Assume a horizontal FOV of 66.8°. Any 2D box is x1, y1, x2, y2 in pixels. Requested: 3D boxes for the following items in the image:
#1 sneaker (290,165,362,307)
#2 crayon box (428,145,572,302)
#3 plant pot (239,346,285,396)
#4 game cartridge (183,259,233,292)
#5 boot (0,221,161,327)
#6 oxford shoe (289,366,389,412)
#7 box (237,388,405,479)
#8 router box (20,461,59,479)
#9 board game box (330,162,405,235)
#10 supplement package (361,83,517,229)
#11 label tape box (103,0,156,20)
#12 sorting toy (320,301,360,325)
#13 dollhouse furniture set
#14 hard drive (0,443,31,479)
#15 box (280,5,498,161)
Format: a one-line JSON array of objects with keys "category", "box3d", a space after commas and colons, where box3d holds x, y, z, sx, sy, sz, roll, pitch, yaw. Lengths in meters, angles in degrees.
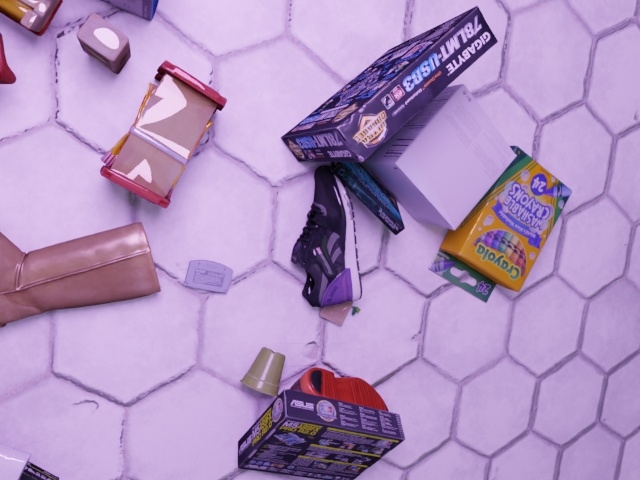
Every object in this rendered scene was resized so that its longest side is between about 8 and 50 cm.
[{"category": "sneaker", "box3d": [0.000, 0.000, 0.946, 0.124, 0.107, 0.282, -12, 103, -12]}, {"category": "crayon box", "box3d": [0.414, -0.026, 1.110, 0.203, 0.083, 0.322, 29, 89, -23]}, {"category": "plant pot", "box3d": [-0.106, 0.258, 0.968, 0.083, 0.083, 0.079, 28, 77, -23]}, {"category": "game cartridge", "box3d": [-0.211, 0.066, 0.920, 0.084, 0.017, 0.055, 14, 98, -23]}, {"category": "boot", "box3d": [-0.425, 0.012, 0.793, 0.270, 0.089, 0.235, -14, 117, -17]}, {"category": "oxford shoe", "box3d": [0.042, 0.352, 1.047, 0.271, 0.096, 0.098, 32, 120, -29]}, {"category": "box", "box3d": [-0.002, 0.405, 0.982, 0.270, 0.060, 0.216, 20, 125, -23]}, {"category": "router box", "box3d": [-0.540, 0.452, 0.849, 0.122, 0.038, 0.092, -48, 111, -7]}, {"category": "board game box", "box3d": [0.090, -0.105, 0.949, 0.026, 0.126, 0.186, -39, 115, 21]}, {"category": "supplement package", "box3d": [0.236, -0.165, 0.978, 0.194, 0.149, 0.203, 44, 83, -22]}, {"category": "label tape box", "box3d": [-0.377, -0.432, 0.644, 0.334, 0.241, 0.105, 16, 95, -22]}, {"category": "sorting toy", "box3d": [0.045, 0.148, 1.036, 0.083, 0.012, 0.061, 27, 84, -20]}, {"category": "dollhouse furniture set", "box3d": [-0.353, -0.227, 0.738, 0.374, 0.152, 0.201, 31, 87, -22]}, {"category": "hard drive", "box3d": [-0.661, 0.389, 0.765, 0.308, 0.040, 0.202, 25, 89, -14]}, {"category": "box", "box3d": [0.096, -0.248, 0.831, 0.293, 0.296, 0.073, -43, 109, -10]}]
